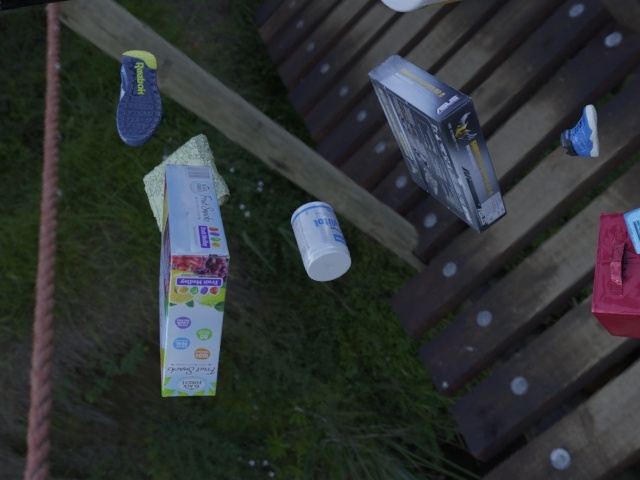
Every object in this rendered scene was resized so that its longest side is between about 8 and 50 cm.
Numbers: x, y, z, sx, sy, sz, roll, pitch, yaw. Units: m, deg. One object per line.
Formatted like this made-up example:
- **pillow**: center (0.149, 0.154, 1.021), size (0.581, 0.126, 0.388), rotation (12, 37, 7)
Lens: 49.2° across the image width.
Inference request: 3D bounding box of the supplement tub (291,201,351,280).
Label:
- **supplement tub**: center (0.000, 0.000, 1.057), size (0.071, 0.071, 0.107), rotation (-38, 48, 21)

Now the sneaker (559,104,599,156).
- **sneaker**: center (0.594, -0.248, 1.613), size (0.085, 0.152, 0.058), rotation (-1, 57, 24)

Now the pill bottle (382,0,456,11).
- **pill bottle**: center (0.199, -0.408, 0.976), size (0.246, 0.136, 0.136), rotation (-21, 19, -28)

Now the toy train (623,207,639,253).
- **toy train**: center (0.532, -0.028, 1.015), size (0.105, 0.184, 0.080), rotation (-27, 72, 52)

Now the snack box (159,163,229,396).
- **snack box**: center (-0.088, 0.020, 0.467), size (0.141, 0.037, 0.100), rotation (-114, 29, -60)

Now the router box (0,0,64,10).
- **router box**: center (-0.092, -0.197, 0.368), size (0.179, 0.046, 0.133), rotation (-33, -13, -48)

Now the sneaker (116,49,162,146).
- **sneaker**: center (-0.225, -0.169, 0.871), size (0.059, 0.053, 0.144), rotation (118, 153, -53)

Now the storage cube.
- **storage cube**: center (0.588, 0.065, 1.191), size (0.193, 0.215, 0.183), rotation (0, 72, 34)

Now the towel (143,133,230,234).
- **towel**: center (-0.188, -0.070, 0.966), size (0.148, 0.027, 0.110), rotation (-33, 74, 36)

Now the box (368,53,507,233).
- **box**: center (0.173, -0.140, 1.022), size (0.056, 0.231, 0.183), rotation (-36, 42, -5)
